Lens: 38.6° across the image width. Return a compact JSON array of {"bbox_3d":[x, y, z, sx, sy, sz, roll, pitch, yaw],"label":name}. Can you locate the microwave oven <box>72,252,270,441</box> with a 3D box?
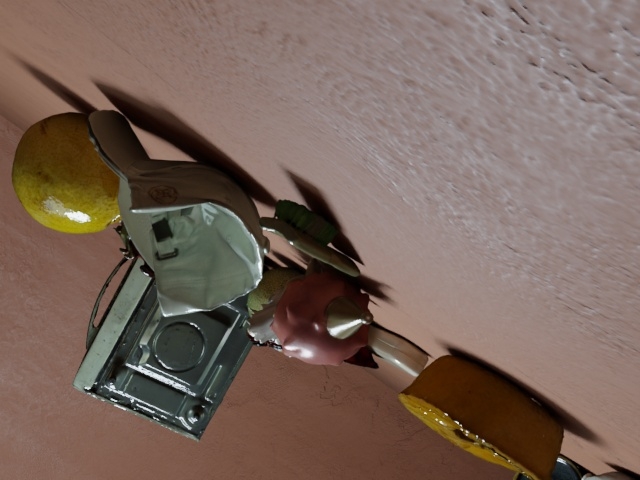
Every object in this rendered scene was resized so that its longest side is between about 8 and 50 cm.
[{"bbox_3d":[-0.312,0.182,1.985,0.333,0.394,0.247,28,-179,-17],"label":"microwave oven"}]

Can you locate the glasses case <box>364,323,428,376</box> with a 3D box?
[{"bbox_3d":[0.138,0.212,1.788,0.083,0.050,0.196,34,173,-24],"label":"glasses case"}]

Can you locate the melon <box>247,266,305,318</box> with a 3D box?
[{"bbox_3d":[-0.071,0.120,1.751,0.139,0.139,0.192,36,-177,-11],"label":"melon"}]

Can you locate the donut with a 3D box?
[{"bbox_3d":[0.261,0.279,1.439,0.278,0.108,0.277,34,169,8],"label":"donut"}]

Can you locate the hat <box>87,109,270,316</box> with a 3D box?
[{"bbox_3d":[-0.197,-0.061,1.257,0.301,0.168,0.258,57,161,30],"label":"hat"}]

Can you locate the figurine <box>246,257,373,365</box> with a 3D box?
[{"bbox_3d":[-0.006,0.110,1.435,0.207,0.166,0.387,1,175,-10],"label":"figurine"}]

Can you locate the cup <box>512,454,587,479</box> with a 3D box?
[{"bbox_3d":[0.537,0.567,1.910,0.239,0.166,0.177,29,174,43],"label":"cup"}]

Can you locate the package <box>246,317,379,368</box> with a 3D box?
[{"bbox_3d":[-0.017,0.202,1.844,0.269,0.071,0.194,9,-164,-1],"label":"package"}]

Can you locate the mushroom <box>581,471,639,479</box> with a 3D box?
[{"bbox_3d":[0.508,0.426,1.409,0.109,0.097,0.351,35,170,-11],"label":"mushroom"}]

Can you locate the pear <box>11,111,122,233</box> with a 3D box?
[{"bbox_3d":[-0.401,-0.107,1.528,0.209,0.209,0.209,33,172,5],"label":"pear"}]

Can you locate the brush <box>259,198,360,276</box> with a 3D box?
[{"bbox_3d":[0.000,0.000,1.088,0.054,0.048,0.282,34,180,19],"label":"brush"}]

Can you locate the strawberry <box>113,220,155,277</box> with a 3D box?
[{"bbox_3d":[-0.242,-0.007,1.709,0.280,0.150,0.253,34,-167,-15],"label":"strawberry"}]
